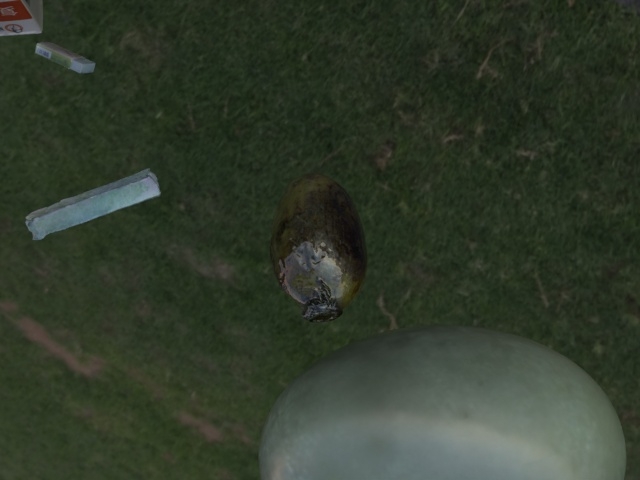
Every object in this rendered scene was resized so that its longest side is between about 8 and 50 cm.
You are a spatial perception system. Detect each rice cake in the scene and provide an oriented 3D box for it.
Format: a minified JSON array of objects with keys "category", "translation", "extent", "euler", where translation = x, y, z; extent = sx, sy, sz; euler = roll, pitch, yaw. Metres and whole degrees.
[{"category":"rice cake","translation":[-0.350,-0.057,1.260],"extent":[0.034,0.211,0.043],"euler":[36,143,53]}]

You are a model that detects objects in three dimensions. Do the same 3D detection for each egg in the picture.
[{"category":"egg","translation":[0.117,0.210,0.796],"extent":[0.353,0.258,0.258],"euler":[-8,133,-2]}]

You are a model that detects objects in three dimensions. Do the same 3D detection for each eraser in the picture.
[{"category":"eraser","translation":[-0.384,-0.275,1.224],"extent":[0.083,0.038,0.019],"euler":[25,109,12]}]

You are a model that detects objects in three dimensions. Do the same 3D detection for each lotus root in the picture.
[{"category":"lotus root","translation":[0.000,0.000,0.729],"extent":[0.081,0.179,0.089],"euler":[-21,130,16]}]

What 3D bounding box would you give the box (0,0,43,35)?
[{"category":"box","translation":[-0.596,-0.349,1.135],"extent":[0.354,0.069,0.214],"euler":[-3,169,-3]}]
